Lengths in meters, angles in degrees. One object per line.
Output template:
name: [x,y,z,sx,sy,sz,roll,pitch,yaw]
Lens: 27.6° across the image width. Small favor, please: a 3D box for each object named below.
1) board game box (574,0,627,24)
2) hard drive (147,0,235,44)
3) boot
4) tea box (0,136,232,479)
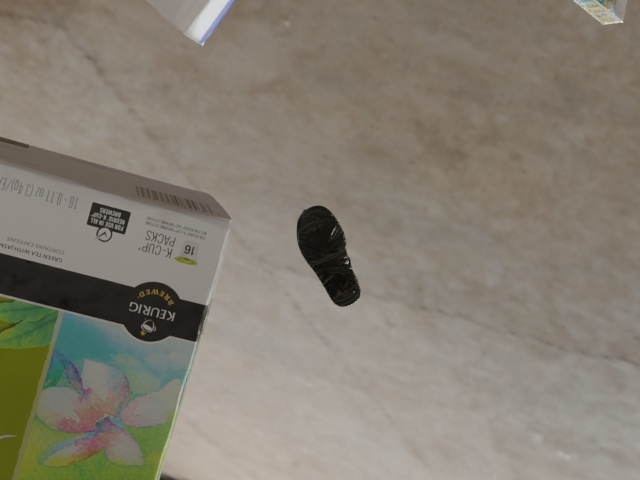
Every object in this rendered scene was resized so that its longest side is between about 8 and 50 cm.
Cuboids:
board game box: [0.293,-0.319,1.365,0.026,0.154,0.103,0,162,46]
hard drive: [-0.079,-0.366,1.223,0.210,0.319,0.040,45,-168,37]
boot: [0.000,-0.001,1.275,0.099,0.045,0.121,-115,1,-58]
tea box: [-0.291,0.077,1.227,0.329,0.324,0.220,15,-174,-13]
